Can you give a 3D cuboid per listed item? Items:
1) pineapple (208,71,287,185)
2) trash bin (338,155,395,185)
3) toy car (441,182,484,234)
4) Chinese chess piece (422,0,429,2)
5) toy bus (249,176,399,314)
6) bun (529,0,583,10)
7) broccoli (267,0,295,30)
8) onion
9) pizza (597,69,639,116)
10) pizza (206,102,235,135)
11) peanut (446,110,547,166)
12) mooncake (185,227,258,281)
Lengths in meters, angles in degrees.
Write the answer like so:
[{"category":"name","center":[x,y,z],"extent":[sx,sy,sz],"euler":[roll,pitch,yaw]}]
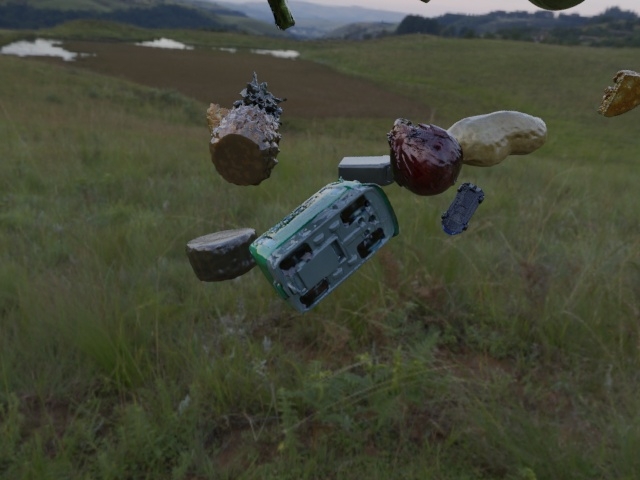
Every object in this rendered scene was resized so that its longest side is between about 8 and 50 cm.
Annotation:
[{"category":"pineapple","center":[-0.151,-0.274,1.276],"extent":[0.169,0.169,0.341],"euler":[8,40,4]},{"category":"trash bin","center":[0.202,-0.294,2.281],"extent":[0.236,0.101,0.177],"euler":[2,24,12]},{"category":"toy car","center":[0.520,-0.112,1.999],"extent":[0.103,0.216,0.063],"euler":[30,-11,13]},{"category":"Chinese chess piece","center":[0.223,-0.700,1.438],"extent":[0.188,0.083,0.188],"euler":[24,25,-12]},{"category":"toy bus","center":[0.000,0.000,1.334],"extent":[0.343,0.184,0.199],"euler":[-38,31,-18]},{"category":"bun","center":[0.501,-0.656,1.193],"extent":[0.187,0.293,0.293],"euler":[-8,25,-9]},{"category":"broccoli","center":[-0.176,-0.814,1.733],"extent":[0.198,0.275,0.177],"euler":[32,67,15]},{"category":"onion","center":[0.335,-0.252,1.710],"extent":[0.281,0.221,0.281],"euler":[38,19,-15]},{"category":"pizza","center":[0.859,-0.424,1.516],"extent":[0.174,0.134,0.046],"euler":[-25,42,10]},{"category":"pizza","center":[-0.304,-0.423,1.927],"extent":[0.193,0.154,0.069],"euler":[-18,0,-8]},{"category":"peanut","center":[0.623,-0.364,1.950],"extent":[0.386,0.170,0.192],"euler":[-12,58,0]},{"category":"mooncake","center":[-0.292,0.042,1.667],"extent":[0.228,0.124,0.228],"euler":[-12,13,3]}]
